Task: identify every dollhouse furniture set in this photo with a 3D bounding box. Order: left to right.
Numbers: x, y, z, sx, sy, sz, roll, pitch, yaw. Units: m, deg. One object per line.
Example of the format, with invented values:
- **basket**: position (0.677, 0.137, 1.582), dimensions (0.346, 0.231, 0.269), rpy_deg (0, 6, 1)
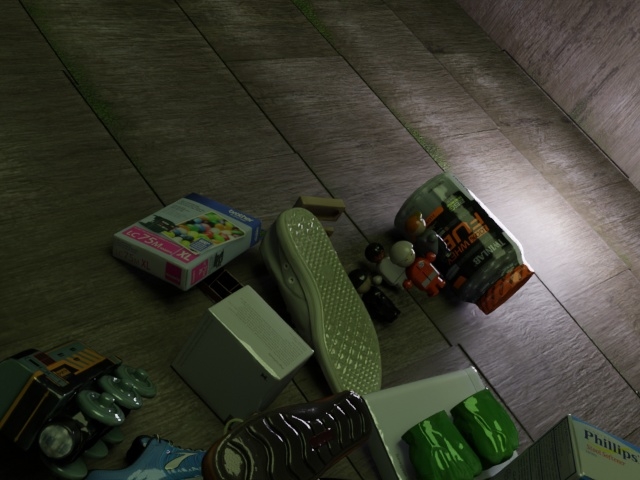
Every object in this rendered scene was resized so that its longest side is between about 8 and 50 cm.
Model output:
- **dollhouse furniture set**: position (0.000, 0.000, 1.951), dimensions (0.144, 0.151, 0.123), rpy_deg (4, 48, -33)

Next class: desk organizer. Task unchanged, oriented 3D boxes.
- **desk organizer**: position (-0.200, 0.097, 1.769), dimensions (0.130, 0.050, 0.047), rpy_deg (42, 37, 7)

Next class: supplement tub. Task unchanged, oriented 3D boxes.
- **supplement tub**: position (0.363, 0.009, 2.184), dimensions (0.338, 0.207, 0.207), rpy_deg (48, 38, 16)

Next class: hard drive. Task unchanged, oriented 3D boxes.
- **hard drive**: position (0.243, 0.397, 1.777), dimensions (0.353, 0.047, 0.233), rpy_deg (-5, 63, -42)

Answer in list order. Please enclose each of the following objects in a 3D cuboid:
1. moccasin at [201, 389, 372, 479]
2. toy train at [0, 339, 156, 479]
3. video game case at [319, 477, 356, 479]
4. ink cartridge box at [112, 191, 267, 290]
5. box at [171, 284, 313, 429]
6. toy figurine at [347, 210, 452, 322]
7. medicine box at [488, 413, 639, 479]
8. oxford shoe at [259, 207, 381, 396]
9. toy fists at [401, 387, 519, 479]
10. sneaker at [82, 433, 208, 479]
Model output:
- **moccasin**: position (-0.064, 0.324, 1.375), dimensions (0.380, 0.147, 0.139), rpy_deg (-16, 78, -62)
- **toy train**: position (-0.377, 0.237, 1.321), dimensions (0.190, 0.142, 0.334), rpy_deg (36, 5, 2)
- **video game case**: position (0.110, 0.465, 1.498), dimensions (0.232, 0.210, 0.042), rpy_deg (25, 68, -16)
- **ink cartridge box**: position (-0.255, -0.014, 1.787), dimensions (0.185, 0.065, 0.311), rpy_deg (23, 30, 21)
- **box**: position (-0.144, 0.215, 1.577), dimensions (0.182, 0.181, 0.119), rpy_deg (44, 37, 10)
- **toy figurine**: position (0.179, 0.057, 1.981), dimensions (0.148, 0.213, 0.209), rpy_deg (44, 36, -13)
- **medicine box**: position (0.505, 0.513, 1.684), dimensions (0.263, 0.289, 0.149), rpy_deg (26, 38, -13)
- **oxford shoe**: position (-0.002, 0.150, 1.820), dimensions (0.169, 0.130, 0.449), rpy_deg (-9, 71, -48)
- **toy fists**: position (0.281, 0.400, 1.703), dimensions (0.279, 0.096, 0.142), rpy_deg (-13, 61, -43)
- **sneaker**: position (-0.231, 0.364, 1.392), dimensions (0.330, 0.130, 0.147), rpy_deg (-9, 58, -44)
